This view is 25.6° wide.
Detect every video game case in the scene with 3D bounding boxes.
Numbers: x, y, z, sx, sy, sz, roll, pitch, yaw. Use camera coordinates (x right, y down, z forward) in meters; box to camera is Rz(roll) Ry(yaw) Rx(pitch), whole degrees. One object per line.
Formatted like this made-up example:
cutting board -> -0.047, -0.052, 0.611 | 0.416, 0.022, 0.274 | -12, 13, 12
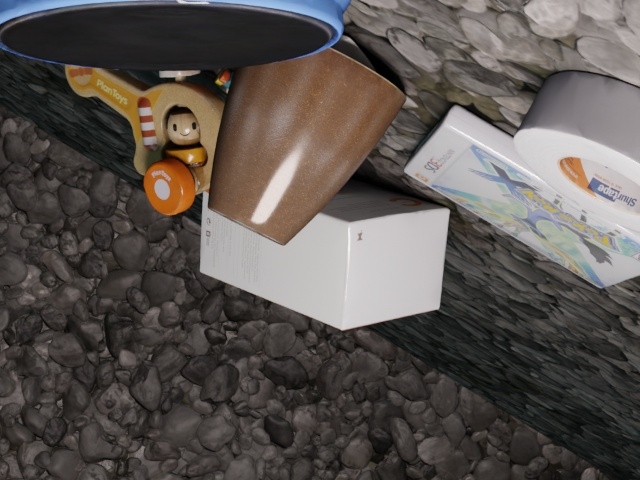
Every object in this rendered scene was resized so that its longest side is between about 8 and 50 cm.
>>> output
video game case -> 0.277, -0.047, 1.823 | 0.329, 0.036, 0.300 | 30, 170, -1

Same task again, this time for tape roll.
tape roll -> 0.312, -0.084, 1.453 | 0.219, 0.072, 0.219 | 28, 169, 6

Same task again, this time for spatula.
spatula -> -0.046, -0.278, 1.683 | 0.168, 0.019, 0.242 | 28, 170, 44

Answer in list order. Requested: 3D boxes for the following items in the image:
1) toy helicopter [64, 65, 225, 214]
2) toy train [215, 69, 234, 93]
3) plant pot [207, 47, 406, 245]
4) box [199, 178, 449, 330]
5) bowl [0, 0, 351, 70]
toy helicopter -> -0.261, -0.215, 2.144 | 0.355, 0.235, 0.140 | 33, -145, 27
toy train -> -0.080, -0.209, 2.029 | 0.125, 0.046, 0.166 | 24, 171, 25
plant pot -> -0.040, -0.118, 1.733 | 0.215, 0.230, 0.215 | 26, 178, 1
box -> 0.000, 0.000, 2.208 | 0.215, 0.168, 0.345 | -9, -160, -41
bowl -> -0.158, -0.241, 1.455 | 0.391, 0.077, 0.391 | -1, 177, 0
